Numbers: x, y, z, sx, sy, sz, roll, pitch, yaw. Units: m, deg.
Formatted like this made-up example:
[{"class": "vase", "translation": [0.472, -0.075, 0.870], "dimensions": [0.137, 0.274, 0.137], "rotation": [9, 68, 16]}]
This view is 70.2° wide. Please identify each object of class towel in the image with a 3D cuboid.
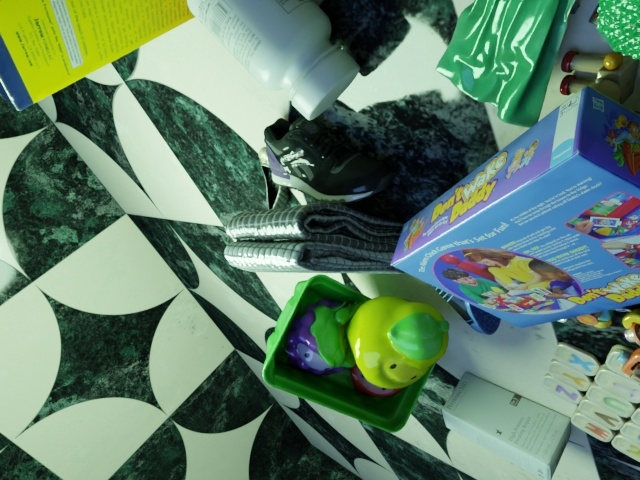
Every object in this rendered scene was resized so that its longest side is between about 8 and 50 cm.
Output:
[{"class": "towel", "translation": [0.000, 0.000, 0.834], "dimensions": [0.235, 0.284, 0.121], "rotation": [-3, 84, 48]}]

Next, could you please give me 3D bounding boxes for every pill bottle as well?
[{"class": "pill bottle", "translation": [-0.060, -0.286, 0.632], "dimensions": [0.229, 0.131, 0.131], "rotation": [46, 153, -3]}]

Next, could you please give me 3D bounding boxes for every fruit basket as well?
[{"class": "fruit basket", "translation": [0.098, 0.231, 0.931], "dimensions": [0.392, 0.282, 0.392], "rotation": [27, 177, 2]}]

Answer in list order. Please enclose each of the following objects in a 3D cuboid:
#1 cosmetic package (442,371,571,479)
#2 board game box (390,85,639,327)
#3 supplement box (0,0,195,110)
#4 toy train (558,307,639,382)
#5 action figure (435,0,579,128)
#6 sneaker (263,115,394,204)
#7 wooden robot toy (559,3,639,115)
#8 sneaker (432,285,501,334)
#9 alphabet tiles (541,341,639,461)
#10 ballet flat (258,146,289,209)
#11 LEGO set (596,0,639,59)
[{"class": "cosmetic package", "translation": [0.391, 0.389, 0.970], "dimensions": [0.231, 0.117, 0.085], "rotation": [17, 141, 41]}, {"class": "board game box", "translation": [0.268, 0.001, 0.544], "dimensions": [0.233, 0.078, 0.347], "rotation": [26, 156, -8]}, {"class": "supplement box", "translation": [-0.376, -0.397, 0.667], "dimensions": [0.194, 0.356, 0.195], "rotation": [41, 153, 6]}, {"class": "toy train", "translation": [0.412, 0.138, 0.644], "dimensions": [0.166, 0.046, 0.125], "rotation": [36, 143, 23]}, {"class": "action figure", "translation": [0.196, -0.231, 0.430], "dimensions": [0.137, 0.063, 0.232], "rotation": [37, 156, 19]}, {"class": "sneaker", "translation": [-0.006, -0.149, 0.787], "dimensions": [0.283, 0.107, 0.124], "rotation": [17, 136, 42]}, {"class": "wooden robot toy", "translation": [0.266, -0.139, 0.445], "dimensions": [0.076, 0.079, 0.173], "rotation": [20, 144, 39]}, {"class": "sneaker", "translation": [0.227, 0.061, 0.786], "dimensions": [0.232, 0.081, 0.090], "rotation": [59, 153, -12]}, {"class": "alphabet tiles", "translation": [0.515, 0.279, 0.747], "dimensions": [0.278, 0.021, 0.284], "rotation": [26, 147, 32]}, {"class": "ballet flat", "translation": [-0.105, -0.130, 1.002], "dimensions": [0.058, 0.049, 0.173], "rotation": [27, 148, 30]}, {"class": "LEGO set", "translation": [0.372, -0.133, 0.264], "dimensions": [0.331, 0.192, 0.255], "rotation": [47, -177, 2]}]
